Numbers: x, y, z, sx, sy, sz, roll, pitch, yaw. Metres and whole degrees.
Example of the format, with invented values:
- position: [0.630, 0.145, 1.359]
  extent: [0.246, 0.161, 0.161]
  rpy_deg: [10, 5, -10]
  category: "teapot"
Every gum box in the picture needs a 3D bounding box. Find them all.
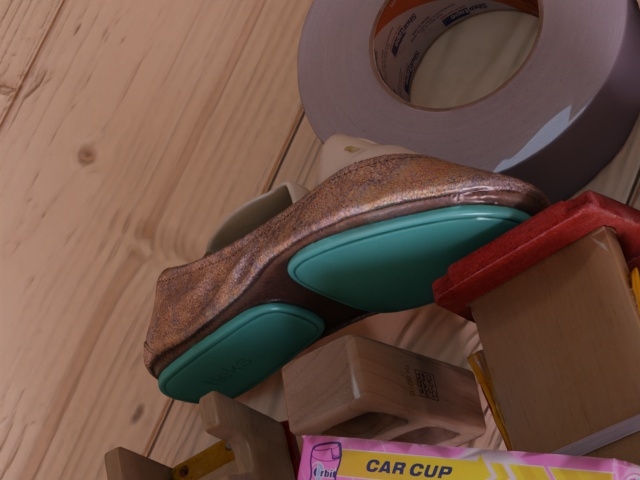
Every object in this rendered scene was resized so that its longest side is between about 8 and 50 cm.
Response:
- position: [0.064, 0.151, 0.686]
  extent: [0.188, 0.062, 0.107]
  rpy_deg: [-2, 74, 42]
  category: "gum box"

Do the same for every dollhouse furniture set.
- position: [0.069, 0.152, 0.833]
  extent: [0.374, 0.152, 0.201]
  rpy_deg: [-31, 56, 30]
  category: "dollhouse furniture set"

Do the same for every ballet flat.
- position: [0.000, 0.000, 0.889]
  extent: [0.316, 0.107, 0.106]
  rpy_deg: [-27, 50, 37]
  category: "ballet flat"

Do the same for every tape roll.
- position: [0.098, -0.119, 0.965]
  extent: [0.219, 0.072, 0.219]
  rpy_deg: [-10, 63, 20]
  category: "tape roll"
